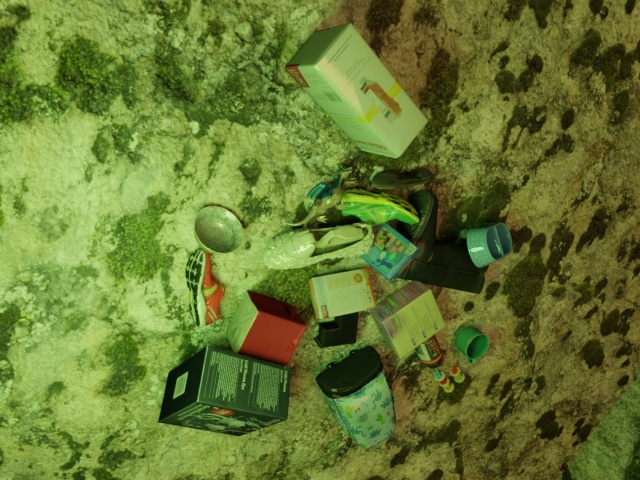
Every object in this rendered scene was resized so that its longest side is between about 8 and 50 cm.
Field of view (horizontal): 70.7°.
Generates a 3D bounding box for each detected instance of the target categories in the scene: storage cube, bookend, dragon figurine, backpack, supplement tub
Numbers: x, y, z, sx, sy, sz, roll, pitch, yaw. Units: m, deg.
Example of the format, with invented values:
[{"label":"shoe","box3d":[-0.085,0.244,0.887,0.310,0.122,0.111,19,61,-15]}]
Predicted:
[{"label":"storage cube","box3d":[-0.197,0.318,1.592,0.193,0.184,0.214,24,98,-27]},{"label":"bookend","box3d":[0.062,0.328,1.767,0.157,0.072,0.156,-4,109,-21]},{"label":"dragon figurine","box3d":[0.010,-0.142,1.572,0.289,0.144,0.085,-34,121,13]},{"label":"backpack","box3d":[0.169,0.666,1.853,0.290,0.273,0.355,-24,128,-21]},{"label":"supplement tub","box3d":[0.467,0.467,1.968,0.106,0.106,0.197,-32,118,-10]}]

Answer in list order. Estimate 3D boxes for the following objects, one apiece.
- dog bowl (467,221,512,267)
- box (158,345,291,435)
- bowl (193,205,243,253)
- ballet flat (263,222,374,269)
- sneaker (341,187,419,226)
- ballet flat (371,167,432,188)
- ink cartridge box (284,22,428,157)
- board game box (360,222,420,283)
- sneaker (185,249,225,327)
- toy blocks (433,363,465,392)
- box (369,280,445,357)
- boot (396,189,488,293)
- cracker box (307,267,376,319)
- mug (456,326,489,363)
[{"label":"dog bowl","box3d":[0.696,0.009,1.836,0.297,0.074,0.165,-15,90,-47]},{"label":"box","box3d":[-0.321,0.519,1.516,0.313,0.178,0.343,23,140,-28]},{"label":"bowl","box3d":[-0.342,-0.019,1.457,0.170,0.080,0.170,19,55,-29]},{"label":"ballet flat","box3d":[0.000,0.000,1.570,0.409,0.147,0.146,-11,112,-15]},{"label":"sneaker","box3d":[0.214,-0.109,1.649,0.296,0.109,0.123,14,122,-4]},{"label":"ballet flat","box3d":[0.302,-0.222,1.682,0.250,0.084,0.058,-12,148,-21]},{"label":"ink cartridge box","box3d":[0.108,-0.453,1.397,0.385,0.279,0.160,40,89,-29]},{"label":"board game box","box3d":[0.235,0.031,1.664,0.160,0.210,0.047,-47,151,-1]},{"label":"sneaker","box3d":[-0.381,0.155,1.524,0.118,0.107,0.278,-13,117,-38]},{"label":"toy blocks","box3d":[0.595,0.625,2.105,0.123,0.054,0.148,-41,118,-4]},{"label":"box","box3d":[0.361,0.320,1.865,0.243,0.117,0.213,-33,118,-10]},{"label":"boot","box3d":[0.514,0.019,1.806,0.446,0.146,0.366,13,106,-25]},{"label":"cracker box","box3d":[0.081,0.200,1.697,0.233,0.067,0.155,-8,80,-20]},{"label":"mug","box3d":[0.681,0.474,2.064,0.130,0.097,0.157,24,98,-28]}]
